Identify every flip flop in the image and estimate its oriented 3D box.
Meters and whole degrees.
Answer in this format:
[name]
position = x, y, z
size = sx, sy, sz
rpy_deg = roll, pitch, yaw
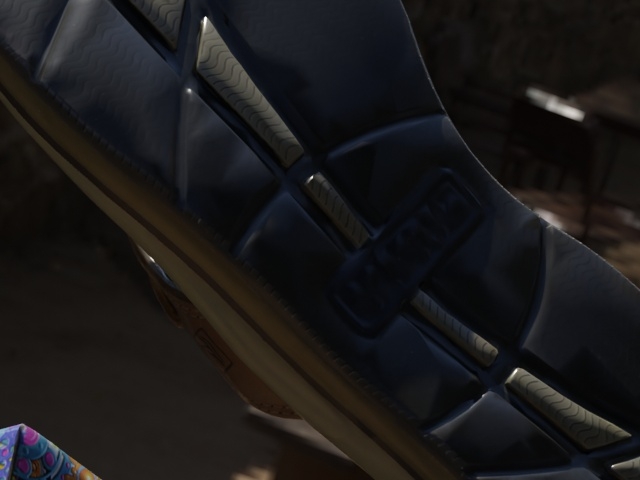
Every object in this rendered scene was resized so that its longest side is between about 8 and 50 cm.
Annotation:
[flip flop]
position = 0.000, 0.000, 0.490
size = 0.277, 0.080, 0.112
rpy_deg = 46, 54, 4

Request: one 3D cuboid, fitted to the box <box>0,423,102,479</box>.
[box]
position = -0.140, 0.228, 0.645
size = 0.290, 0.177, 0.279
rpy_deg = -16, -41, 28
